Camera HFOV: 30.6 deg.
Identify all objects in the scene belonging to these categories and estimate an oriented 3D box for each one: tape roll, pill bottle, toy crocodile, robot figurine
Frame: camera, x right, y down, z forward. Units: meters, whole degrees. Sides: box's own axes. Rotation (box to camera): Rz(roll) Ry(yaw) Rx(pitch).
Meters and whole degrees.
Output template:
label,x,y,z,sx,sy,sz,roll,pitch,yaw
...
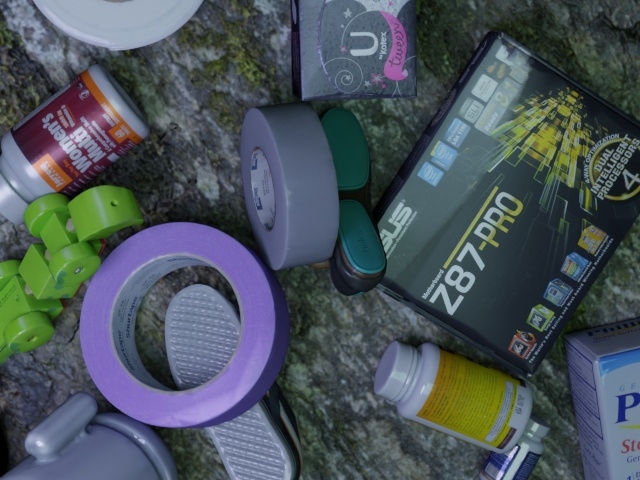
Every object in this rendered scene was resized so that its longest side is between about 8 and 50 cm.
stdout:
label,x,y,z,sx,sy,sz,roll,pitch,yaw
tape roll,-0.257,-0.372,1.506,0.246,0.169,0.246,-1,101,-6
pill bottle,0.191,0.222,1.699,0.215,0.117,0.117,23,98,-10
tape roll,-0.184,0.117,1.593,0.274,0.090,0.275,-2,80,13
toy crocodile,-0.363,0.047,1.573,0.340,0.105,0.115,-49,60,28
tape roll,-0.044,-0.073,1.559,0.072,0.219,0.219,-10,102,-18
robot figurine,-0.323,0.359,1.574,0.199,0.353,0.300,5,109,23
pill bottle,-0.348,-0.126,1.569,0.221,0.121,0.121,-38,103,2
pill bottle,0.294,0.320,1.756,0.067,0.067,0.120,27,97,-11

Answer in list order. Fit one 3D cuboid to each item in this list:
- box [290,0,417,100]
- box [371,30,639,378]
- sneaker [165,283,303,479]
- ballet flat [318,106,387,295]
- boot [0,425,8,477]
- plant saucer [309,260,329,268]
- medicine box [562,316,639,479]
label,x,y,z,sx,sy,sz,roll,pitch,yaw
box,0.043,-0.314,1.563,0.163,0.142,0.247,-2,102,-5
box,0.269,-0.050,1.665,0.318,0.097,0.395,32,97,-8
sneaker,-0.123,0.219,1.671,0.126,0.127,0.321,-24,78,8
ballet flat,0.024,-0.048,1.611,0.095,0.096,0.281,4,59,-19
boot,-0.666,0.404,1.561,0.445,0.146,0.367,7,68,-11
plant saucer,0.000,0.000,1.676,0.083,0.015,0.083,1,94,7
medicine box,0.524,0.260,1.728,0.263,0.149,0.289,-12,103,-4
